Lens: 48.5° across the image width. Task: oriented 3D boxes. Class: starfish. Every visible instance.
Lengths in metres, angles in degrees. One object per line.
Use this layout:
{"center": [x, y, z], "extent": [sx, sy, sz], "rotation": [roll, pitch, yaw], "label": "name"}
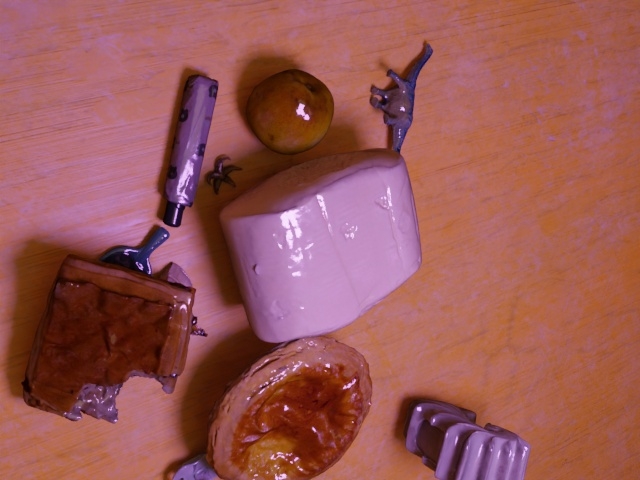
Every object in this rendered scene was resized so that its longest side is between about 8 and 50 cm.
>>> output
{"center": [-0.221, -0.152, 1.637], "extent": [0.091, 0.028, 0.078], "rotation": [-28, 118, -24], "label": "starfish"}

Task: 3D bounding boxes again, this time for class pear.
{"center": [-0.064, -0.291, 1.606], "extent": [0.199, 0.200, 0.200], "rotation": [-6, 103, -28], "label": "pear"}

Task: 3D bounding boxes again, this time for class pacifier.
{"center": [-0.279, 0.577, 1.708], "extent": [0.150, 0.116, 0.127], "rotation": [-21, 135, -28], "label": "pacifier"}

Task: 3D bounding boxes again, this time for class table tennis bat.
{"center": [-0.412, 0.048, 1.572], "extent": [0.201, 0.033, 0.124], "rotation": [-46, 118, -8], "label": "table tennis bat"}

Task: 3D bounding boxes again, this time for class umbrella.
{"center": [-0.291, -0.195, 1.566], "extent": [0.073, 0.067, 0.338], "rotation": [11, 95, -17], "label": "umbrella"}

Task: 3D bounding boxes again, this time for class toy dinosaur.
{"center": [0.200, -0.337, 1.804], "extent": [0.147, 0.076, 0.363], "rotation": [10, 91, -37], "label": "toy dinosaur"}

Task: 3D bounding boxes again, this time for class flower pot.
{"center": [0.372, 0.540, 1.920], "extent": [0.254, 0.367, 0.165], "rotation": [11, 94, -23], "label": "flower pot"}

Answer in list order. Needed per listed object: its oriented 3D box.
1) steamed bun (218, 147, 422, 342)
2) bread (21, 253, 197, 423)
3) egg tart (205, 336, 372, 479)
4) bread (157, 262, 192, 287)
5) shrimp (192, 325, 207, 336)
{"center": [0.000, 0.000, 1.644], "extent": [0.455, 0.290, 0.372], "rotation": [-23, 114, -22], "label": "steamed bun"}
{"center": [-0.424, 0.208, 1.480], "extent": [0.313, 0.191, 0.370], "rotation": [17, 109, -3], "label": "bread"}
{"center": [-0.081, 0.397, 1.713], "extent": [0.442, 0.178, 0.444], "rotation": [-14, 122, -23], "label": "egg tart"}
{"center": [-0.372, 0.136, 1.616], "extent": [0.152, 0.105, 0.077], "rotation": [-31, 118, 15], "label": "bread"}
{"center": [-0.325, 0.221, 1.657], "extent": [0.127, 0.025, 0.091], "rotation": [17, 92, -26], "label": "shrimp"}
